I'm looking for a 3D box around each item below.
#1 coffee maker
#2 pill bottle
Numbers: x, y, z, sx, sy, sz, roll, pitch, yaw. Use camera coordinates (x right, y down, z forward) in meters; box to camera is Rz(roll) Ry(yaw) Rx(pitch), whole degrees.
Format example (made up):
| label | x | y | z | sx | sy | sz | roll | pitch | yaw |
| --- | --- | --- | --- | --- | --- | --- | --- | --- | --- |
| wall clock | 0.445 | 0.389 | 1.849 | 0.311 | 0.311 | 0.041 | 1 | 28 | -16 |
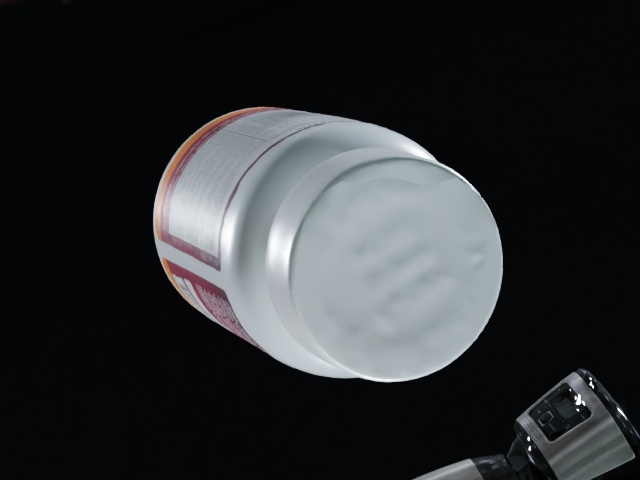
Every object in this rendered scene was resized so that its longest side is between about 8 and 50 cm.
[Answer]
| label | x | y | z | sx | sy | sz | roll | pitch | yaw |
| --- | --- | --- | --- | --- | --- | --- | --- | --- | --- |
| coffee maker | 0.118 | 0.181 | 1.143 | 0.178 | 0.171 | 0.120 | -28 | -130 | -2 |
| pill bottle | 0.000 | 0.000 | 0.947 | 0.121 | 0.121 | 0.221 | -30 | -165 | -13 |
